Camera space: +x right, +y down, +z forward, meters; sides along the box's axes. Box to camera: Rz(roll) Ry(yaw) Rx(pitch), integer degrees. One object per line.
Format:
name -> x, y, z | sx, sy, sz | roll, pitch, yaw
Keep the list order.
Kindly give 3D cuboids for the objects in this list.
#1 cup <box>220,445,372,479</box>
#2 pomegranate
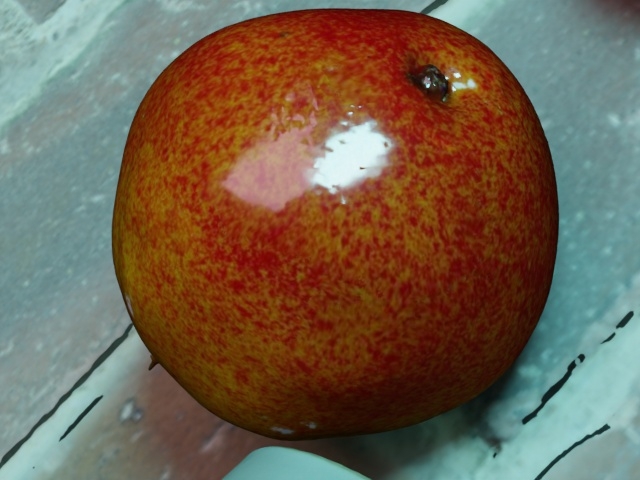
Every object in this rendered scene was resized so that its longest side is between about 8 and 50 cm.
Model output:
cup -> 0.000, 0.239, 0.769 | 0.258, 0.186, 0.234 | 30, 69, 11
pomegranate -> 0.000, 0.000, 0.888 | 0.257, 0.221, 0.221 | -38, 38, 51
